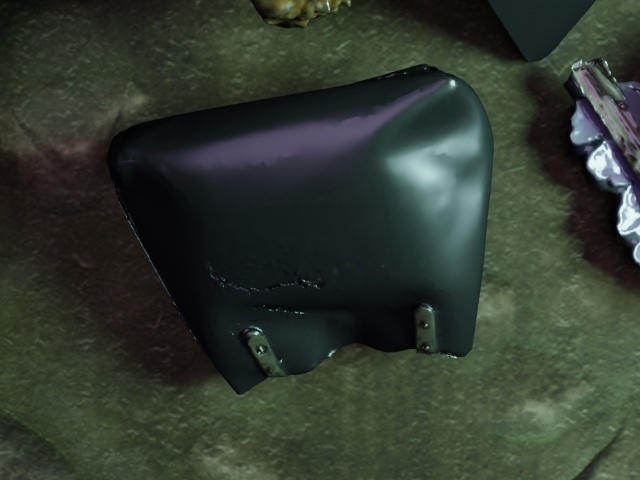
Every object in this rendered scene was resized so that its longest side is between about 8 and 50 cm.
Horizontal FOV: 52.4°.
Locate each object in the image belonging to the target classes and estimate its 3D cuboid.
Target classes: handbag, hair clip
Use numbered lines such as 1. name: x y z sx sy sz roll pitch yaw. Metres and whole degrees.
1. handbag: 0.000 0.000 0.621 0.343 0.152 0.287 -9 108 8
2. hair clip: 0.321 -0.047 0.625 0.106 0.084 0.292 -33 88 10

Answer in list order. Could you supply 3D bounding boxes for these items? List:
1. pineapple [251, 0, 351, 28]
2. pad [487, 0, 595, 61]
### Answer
1. pineapple: 0.065 -0.317 0.513 0.340 0.169 0.169 -32 94 6
2. pad: 0.192 -0.281 0.543 0.181 0.267 0.004 -50 47 8
